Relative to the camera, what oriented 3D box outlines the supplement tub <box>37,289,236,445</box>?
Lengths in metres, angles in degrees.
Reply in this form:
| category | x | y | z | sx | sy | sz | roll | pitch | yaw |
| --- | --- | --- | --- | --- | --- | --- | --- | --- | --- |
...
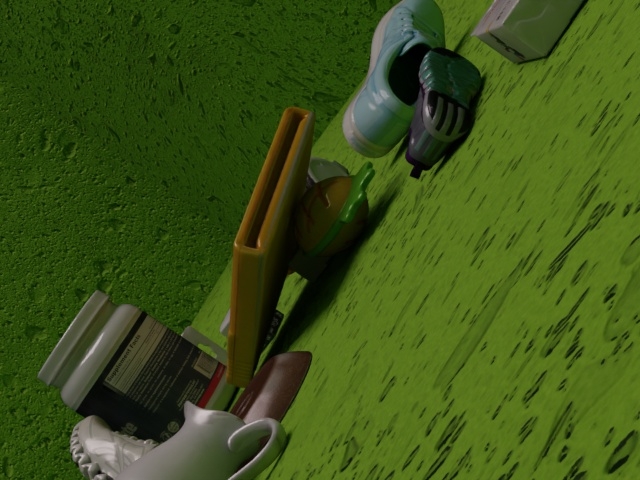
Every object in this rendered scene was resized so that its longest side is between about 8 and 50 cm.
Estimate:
| category | x | y | z | sx | sy | sz | roll | pitch | yaw |
| --- | --- | --- | --- | --- | --- | --- | --- | --- | --- |
| supplement tub | -0.289 | 0.222 | 1.747 | 0.191 | 0.272 | 0.191 | -55 | 6 | 8 |

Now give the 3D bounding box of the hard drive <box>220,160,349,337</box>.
| category | x | y | z | sx | sy | sz | roll | pitch | yaw |
| --- | --- | --- | --- | --- | --- | --- | --- | --- | --- |
| hard drive | -0.072 | 0.019 | 2.219 | 0.353 | 0.047 | 0.233 | -53 | 6 | 26 |

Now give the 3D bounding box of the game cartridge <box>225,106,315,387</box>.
| category | x | y | z | sx | sy | sz | roll | pitch | yaw |
| --- | --- | --- | --- | --- | --- | --- | --- | --- | --- |
| game cartridge | -0.077 | 0.014 | 1.598 | 0.324 | 0.052 | 0.285 | 102 | -176 | -49 |

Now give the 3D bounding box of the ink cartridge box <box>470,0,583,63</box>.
| category | x | y | z | sx | sy | sz | roll | pitch | yaw |
| --- | --- | --- | --- | --- | --- | --- | --- | --- | --- |
| ink cartridge box | 0.235 | -0.259 | 1.226 | 0.104 | 0.061 | 0.181 | -55 | 7 | 3 |

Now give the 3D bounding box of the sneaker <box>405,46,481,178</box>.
| category | x | y | z | sx | sy | sz | roll | pitch | yaw |
| --- | --- | --- | --- | --- | --- | --- | --- | --- | --- |
| sneaker | 0.142 | -0.166 | 1.385 | 0.098 | 0.083 | 0.224 | -58 | 5 | 33 |

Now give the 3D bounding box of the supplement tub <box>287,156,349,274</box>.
| category | x | y | z | sx | sy | sz | roll | pitch | yaw |
| --- | --- | --- | --- | --- | --- | --- | --- | --- | --- |
| supplement tub | -0.030 | -0.038 | 1.861 | 0.190 | 0.117 | 0.117 | -53 | 7 | 29 |

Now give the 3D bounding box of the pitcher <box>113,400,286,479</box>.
| category | x | y | z | sx | sy | sz | roll | pitch | yaw |
| --- | --- | --- | --- | --- | --- | --- | --- | --- | --- |
| pitcher | -0.136 | 0.265 | 1.142 | 0.177 | 0.125 | 0.207 | -16 | 29 | 48 |

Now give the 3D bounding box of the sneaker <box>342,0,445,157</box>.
| category | x | y | z | sx | sy | sz | roll | pitch | yaw |
| --- | --- | --- | --- | --- | --- | --- | --- | --- | --- |
| sneaker | 0.158 | -0.293 | 1.787 | 0.150 | 0.135 | 0.366 | -37 | 27 | 49 |

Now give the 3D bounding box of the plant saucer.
| category | x | y | z | sx | sy | sz | roll | pitch | yaw |
| --- | --- | --- | --- | --- | --- | --- | --- | --- | --- |
| plant saucer | -0.081 | 0.209 | 1.328 | 0.199 | 0.036 | 0.198 | -56 | 6 | 8 |

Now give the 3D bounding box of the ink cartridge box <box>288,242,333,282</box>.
| category | x | y | z | sx | sy | sz | roll | pitch | yaw |
| --- | --- | --- | --- | --- | --- | --- | --- | --- | --- |
| ink cartridge box | 0.000 | 0.000 | 1.728 | 0.088 | 0.052 | 0.122 | -53 | 8 | 21 |

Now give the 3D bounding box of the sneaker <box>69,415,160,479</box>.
| category | x | y | z | sx | sy | sz | roll | pitch | yaw |
| --- | --- | --- | --- | --- | --- | --- | --- | --- | --- |
| sneaker | -0.269 | 0.327 | 1.567 | 0.118 | 0.110 | 0.292 | -47 | 36 | -3 |

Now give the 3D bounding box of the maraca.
| category | x | y | z | sx | sy | sz | roll | pitch | yaw |
| --- | --- | --- | --- | --- | --- | --- | --- | --- | --- |
| maraca | 0.023 | -0.042 | 1.547 | 0.185 | 0.099 | 0.127 | -41 | 26 | 54 |

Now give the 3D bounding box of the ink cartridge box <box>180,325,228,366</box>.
| category | x | y | z | sx | sy | sz | roll | pitch | yaw |
| --- | --- | --- | --- | --- | --- | --- | --- | --- | --- |
| ink cartridge box | -0.251 | 0.260 | 2.006 | 0.198 | 0.115 | 0.067 | -54 | 6 | 3 |

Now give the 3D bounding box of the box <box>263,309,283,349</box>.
| category | x | y | z | sx | sy | sz | roll | pitch | yaw |
| --- | --- | --- | --- | --- | --- | --- | --- | --- | --- |
| box | -0.095 | 0.159 | 1.777 | 0.083 | 0.018 | 0.067 | -52 | 7 | 28 |
